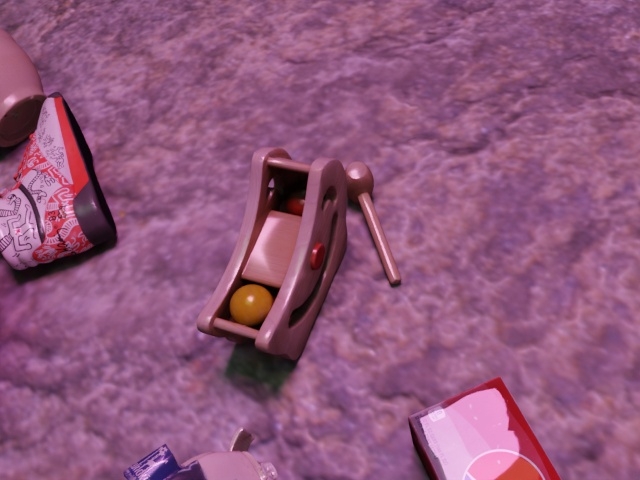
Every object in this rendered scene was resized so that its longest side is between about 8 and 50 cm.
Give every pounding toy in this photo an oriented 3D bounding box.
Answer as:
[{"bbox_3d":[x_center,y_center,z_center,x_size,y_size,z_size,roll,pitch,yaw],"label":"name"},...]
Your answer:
[{"bbox_3d":[0.000,0.000,0.649,0.155,0.154,0.269,13,59,19],"label":"pounding toy"}]

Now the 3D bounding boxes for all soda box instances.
[{"bbox_3d":[0.164,0.247,0.488,0.092,0.083,0.263,-22,55,-4],"label":"soda box"}]

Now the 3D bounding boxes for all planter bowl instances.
[{"bbox_3d":[-0.460,-0.202,0.893,0.109,0.162,0.162,41,69,2],"label":"planter bowl"}]

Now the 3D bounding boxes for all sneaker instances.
[{"bbox_3d":[-0.370,-0.082,0.817,0.145,0.090,0.270,-24,57,-9],"label":"sneaker"}]

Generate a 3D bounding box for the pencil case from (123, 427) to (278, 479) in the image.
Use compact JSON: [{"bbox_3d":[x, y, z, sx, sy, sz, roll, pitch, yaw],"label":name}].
[{"bbox_3d":[0.002,0.320,0.422,0.410,0.160,0.183,36,82,30],"label":"pencil case"}]
